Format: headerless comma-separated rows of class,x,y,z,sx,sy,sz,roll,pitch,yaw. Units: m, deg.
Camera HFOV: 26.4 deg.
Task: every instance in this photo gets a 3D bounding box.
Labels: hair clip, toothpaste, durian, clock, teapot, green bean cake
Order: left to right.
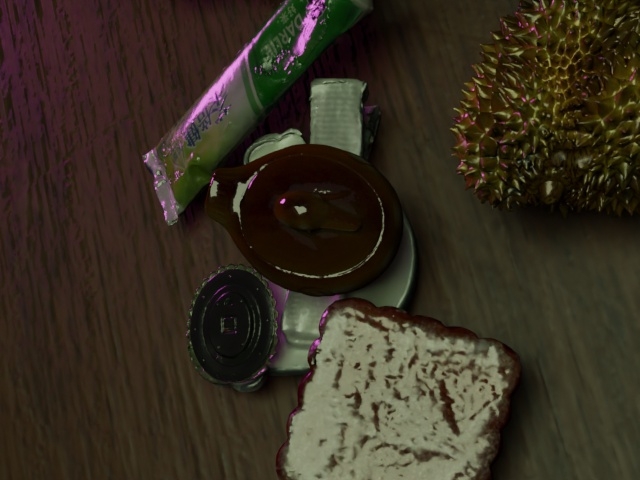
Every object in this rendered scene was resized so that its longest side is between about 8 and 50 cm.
clock,-0.060,0.057,0.932,0.074,0.010,0.083,-9,77,28
toothpaste,-0.040,-0.115,0.959,0.248,0.047,0.078,-44,48,23
teapot,-0.011,-0.016,0.883,0.129,0.078,0.098,17,88,18
hair clip,0.000,0.000,0.940,0.140,0.054,0.220,5,80,17
green bean cake,0.050,0.114,0.872,0.135,0.056,0.135,17,83,7
durian,0.169,-0.085,0.860,0.158,0.137,0.168,20,69,5
